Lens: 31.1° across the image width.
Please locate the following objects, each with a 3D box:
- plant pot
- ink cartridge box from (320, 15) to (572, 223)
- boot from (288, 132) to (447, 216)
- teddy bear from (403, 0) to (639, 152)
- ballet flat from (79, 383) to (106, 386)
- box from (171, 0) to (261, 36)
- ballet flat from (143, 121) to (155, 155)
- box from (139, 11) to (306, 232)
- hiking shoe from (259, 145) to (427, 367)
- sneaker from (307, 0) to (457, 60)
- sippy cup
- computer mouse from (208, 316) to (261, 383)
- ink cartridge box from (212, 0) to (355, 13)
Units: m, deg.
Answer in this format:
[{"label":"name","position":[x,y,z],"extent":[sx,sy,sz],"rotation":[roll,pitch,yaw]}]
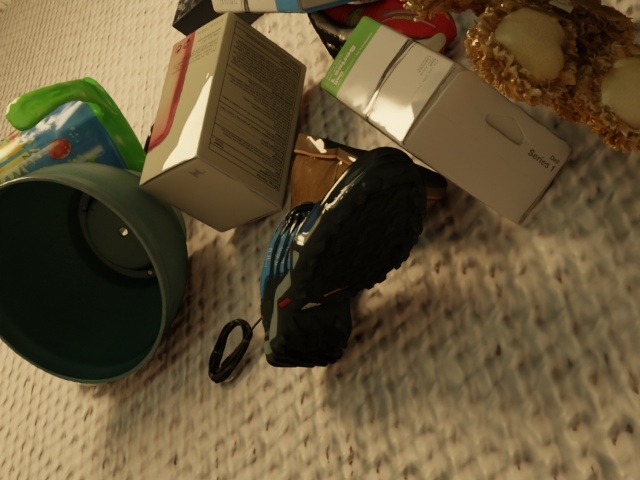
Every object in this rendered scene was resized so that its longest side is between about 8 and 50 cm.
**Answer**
[{"label":"plant pot","position":[-0.297,0.016,1.543],"extent":[0.293,0.293,0.196],"rotation":[-38,7,31]},{"label":"ink cartridge box","position":[0.116,-0.121,1.116],"extent":[0.092,0.160,0.219],"rotation":[-55,28,8]},{"label":"boot","position":[0.042,-0.043,1.238],"extent":[0.305,0.112,0.115],"rotation":[22,95,68]},{"label":"teddy bear","position":[0.186,-0.160,0.977],"extent":[0.338,0.245,0.113],"rotation":[-116,43,-57]},{"label":"ballet flat","position":[-0.344,0.181,1.645],"extent":[0.168,0.057,0.052],"rotation":[-6,66,56]},{"label":"box","position":[-0.156,-0.424,1.925],"extent":[0.156,0.093,0.158],"rotation":[-30,39,40]},{"label":"ballet flat","position":[-0.219,-0.182,1.804],"extent":[0.074,0.074,0.203],"rotation":[-14,48,52]},{"label":"box","position":[-0.124,-0.152,1.509],"extent":[0.127,0.149,0.232],"rotation":[-20,50,42]},{"label":"hiking shoe","position":[0.000,0.000,1.115],"extent":[0.304,0.113,0.132],"rotation":[-59,39,44]},{"label":"sneaker","position":[0.079,-0.254,1.409],"extent":[0.118,0.107,0.279],"rotation":[-40,30,-8]},{"label":"sippy cup","position":[-0.388,-0.093,1.721],"extent":[0.224,0.305,0.240],"rotation":[-31,25,-17]},{"label":"computer mouse","position":[-0.050,0.087,1.306],"extent":[0.242,0.041,0.071],"rotation":[-44,48,32]},{"label":"ink cartridge box","position":[0.001,-0.373,1.463],"extent":[0.223,0.129,0.307],"rotation":[-19,18,-20]}]
